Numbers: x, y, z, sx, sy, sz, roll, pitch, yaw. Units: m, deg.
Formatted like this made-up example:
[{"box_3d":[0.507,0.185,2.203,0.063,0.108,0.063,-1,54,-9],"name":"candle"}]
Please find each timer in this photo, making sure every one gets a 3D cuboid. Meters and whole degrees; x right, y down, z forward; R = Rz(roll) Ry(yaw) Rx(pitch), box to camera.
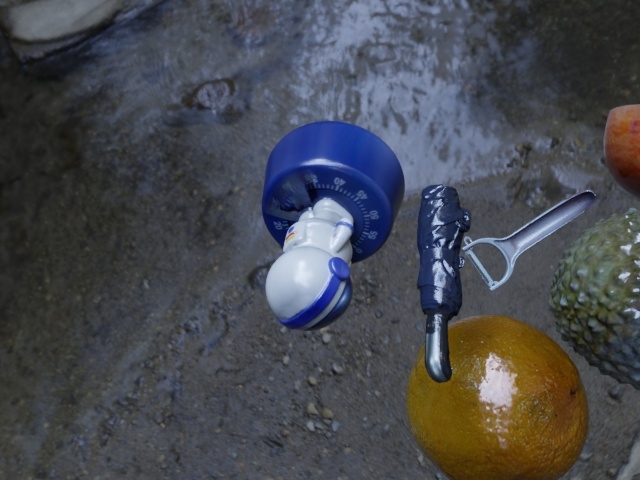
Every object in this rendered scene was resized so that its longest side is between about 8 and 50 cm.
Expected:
[{"box_3d":[0.000,0.000,1.145,0.270,0.270,0.384,-2,40,14],"name":"timer"}]

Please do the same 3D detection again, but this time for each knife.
[{"box_3d":[0.430,-0.024,1.354,0.278,0.053,0.123,-35,91,10],"name":"knife"}]

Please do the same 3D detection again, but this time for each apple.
[{"box_3d":[0.676,-0.138,1.243,0.292,0.251,0.163,13,93,-9],"name":"apple"}]

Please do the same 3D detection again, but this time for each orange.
[{"box_3d":[0.247,0.235,0.964,0.264,0.264,0.264,-6,63,12],"name":"orange"}]

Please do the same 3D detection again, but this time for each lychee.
[{"box_3d":[0.441,0.083,0.904,0.274,0.255,0.255,-18,53,49],"name":"lychee"}]

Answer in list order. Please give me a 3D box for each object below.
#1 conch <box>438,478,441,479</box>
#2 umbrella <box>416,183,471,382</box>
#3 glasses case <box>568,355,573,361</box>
[{"box_3d":[0.075,0.207,0.277,0.079,0.095,0.201,-13,71,-5],"name":"conch"},{"box_3d":[0.148,0.044,0.797,0.070,0.071,0.248,-1,59,14],"name":"umbrella"},{"box_3d":[0.554,0.379,1.542,0.064,0.079,0.234,29,53,-18],"name":"glasses case"}]
